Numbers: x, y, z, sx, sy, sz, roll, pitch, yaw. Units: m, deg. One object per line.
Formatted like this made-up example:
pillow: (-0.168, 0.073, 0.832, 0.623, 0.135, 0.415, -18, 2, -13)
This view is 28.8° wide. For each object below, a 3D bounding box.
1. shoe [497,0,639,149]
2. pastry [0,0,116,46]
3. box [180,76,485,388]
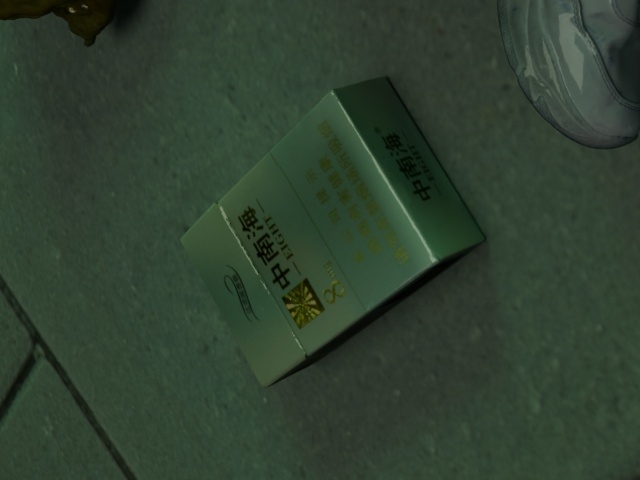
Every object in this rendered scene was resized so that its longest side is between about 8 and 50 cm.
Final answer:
shoe: (0.171, -0.181, 0.741, 0.137, 0.095, 0.245, -16, 87, 49)
pastry: (-0.263, -0.303, 1.043, 0.240, 0.235, 0.132, 124, 153, -49)
box: (0.000, 0.000, 0.993, 0.243, 0.067, 0.155, -41, 74, 44)
